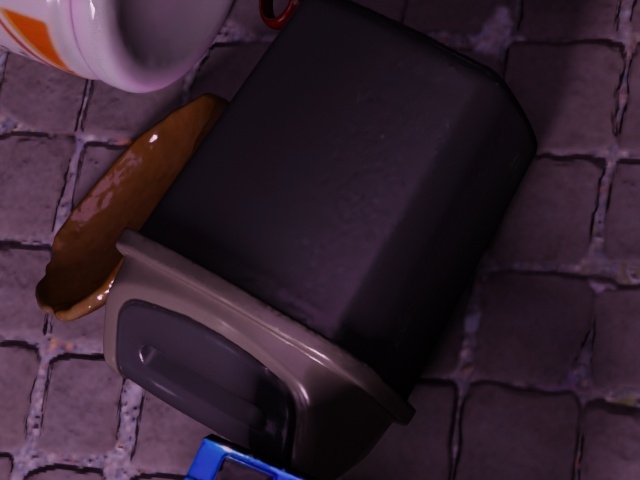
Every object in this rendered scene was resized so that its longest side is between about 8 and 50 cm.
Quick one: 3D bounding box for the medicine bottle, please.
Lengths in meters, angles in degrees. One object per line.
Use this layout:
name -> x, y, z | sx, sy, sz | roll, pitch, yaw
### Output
medicine bottle -> -0.231, -0.246, 1.423 | 0.315, 0.202, 0.202 | 21, 84, 25

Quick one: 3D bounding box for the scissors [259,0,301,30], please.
scissors -> -0.008, -0.268, 1.383 | 0.144, 0.017, 0.248 | -41, 40, 26

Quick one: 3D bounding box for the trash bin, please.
trash bin -> 0.000, 0.000, 1.280 | 0.209, 0.182, 0.290 | 27, 81, 26

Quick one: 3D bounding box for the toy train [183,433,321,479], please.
toy train -> -0.002, 0.209, 1.145 | 0.204, 0.083, 0.131 | 21, 76, 19

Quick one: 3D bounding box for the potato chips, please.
potato chips -> -0.128, -0.020, 1.382 | 0.202, 0.049, 0.150 | -49, 20, -1
